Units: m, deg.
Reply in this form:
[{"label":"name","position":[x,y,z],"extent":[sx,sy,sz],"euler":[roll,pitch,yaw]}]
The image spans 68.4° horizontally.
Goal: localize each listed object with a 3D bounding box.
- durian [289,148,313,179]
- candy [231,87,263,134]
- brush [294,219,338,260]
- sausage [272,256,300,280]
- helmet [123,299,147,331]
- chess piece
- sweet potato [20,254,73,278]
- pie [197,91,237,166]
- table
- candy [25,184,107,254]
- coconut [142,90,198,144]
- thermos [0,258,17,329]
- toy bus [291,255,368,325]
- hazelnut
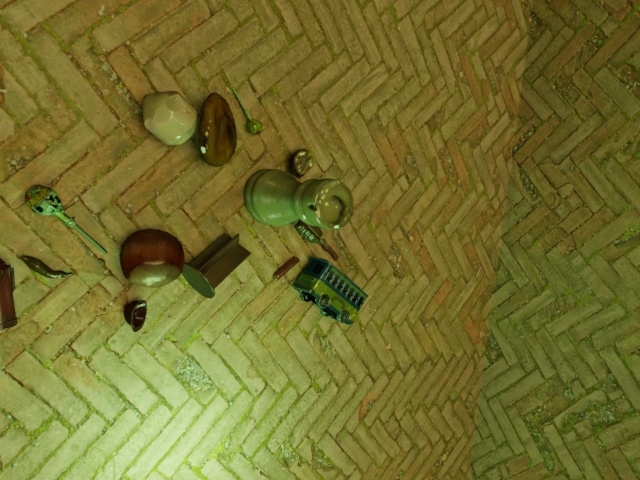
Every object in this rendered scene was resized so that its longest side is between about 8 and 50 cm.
[{"label":"durian","position":[-0.090,-0.308,1.938],"extent":[0.110,0.071,0.140],"euler":[30,65,-41]},{"label":"candy","position":[-0.282,-0.490,1.786],"extent":[0.062,0.058,0.194],"euler":[-41,110,-35]},{"label":"brush","position":[0.000,0.000,2.058],"extent":[0.301,0.071,0.084],"euler":[48,65,-37]},{"label":"sausage","position":[-0.145,0.119,1.984],"extent":[0.147,0.035,0.030],"euler":[-41,86,-26]},{"label":"helmet","position":[-0.643,0.252,1.611],"extent":[0.089,0.057,0.111],"euler":[-24,124,-78]},{"label":"chess piece","position":[-0.084,-0.147,1.733],"extent":[0.234,0.442,0.234],"euler":[-7,102,-36]},{"label":"sweet potato","position":[-0.848,0.088,1.449],"extent":[0.153,0.038,0.041],"euler":[33,99,-37]},{"label":"pie","position":[-0.363,-0.388,1.661],"extent":[0.273,0.069,0.273],"euler":[9,90,-80]},{"label":"table","position":[-0.378,0.077,1.739],"extent":[0.227,0.167,0.167],"euler":[-47,121,-33]},{"label":"candy","position":[-0.776,-0.051,1.462],"extent":[0.083,0.091,0.305],"euler":[-34,127,2]},{"label":"coconut","position":[-0.501,-0.414,1.553],"extent":[0.183,0.171,0.171],"euler":[45,70,-39]},{"label":"thermos","position":[-0.937,0.135,1.357],"extent":[0.124,0.099,0.232],"euler":[-25,114,-72]},{"label":"toy bus","position":[0.043,0.224,2.066],"extent":[0.312,0.152,0.190],"euler":[41,73,-34]},{"label":"hazelnut","position":[-0.560,0.055,1.578],"extent":[0.214,0.176,0.214],"euler":[25,53,-38]}]
